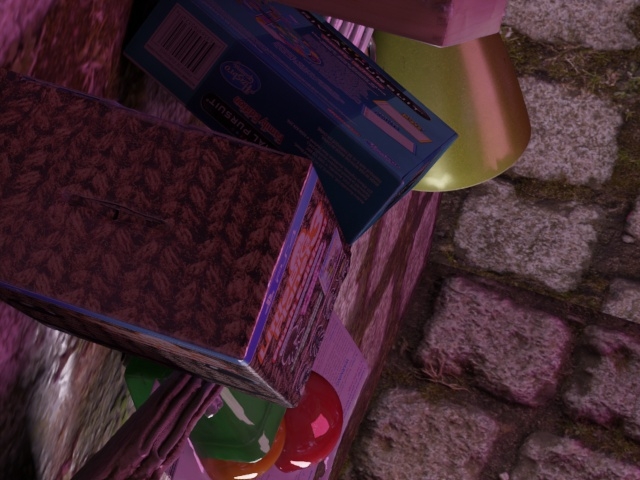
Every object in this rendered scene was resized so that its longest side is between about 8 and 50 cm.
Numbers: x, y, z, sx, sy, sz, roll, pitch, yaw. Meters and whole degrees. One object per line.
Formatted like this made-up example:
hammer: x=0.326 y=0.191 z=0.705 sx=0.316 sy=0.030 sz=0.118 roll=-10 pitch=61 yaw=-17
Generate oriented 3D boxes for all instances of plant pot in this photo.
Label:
plant pot: x=0.180 y=-0.275 z=2.365 sx=0.275 sy=0.274 sz=0.294 roll=-64 pitch=151 yaw=-43

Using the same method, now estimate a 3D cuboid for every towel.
towel: x=-0.191 y=0.221 z=1.297 sx=0.282 sy=0.049 sz=0.187 roll=-45 pitch=-175 yaw=30

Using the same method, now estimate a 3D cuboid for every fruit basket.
fruit basket: x=-0.069 y=0.171 z=1.641 sx=0.327 sy=0.165 sz=0.353 roll=-68 pitch=150 yaw=-32

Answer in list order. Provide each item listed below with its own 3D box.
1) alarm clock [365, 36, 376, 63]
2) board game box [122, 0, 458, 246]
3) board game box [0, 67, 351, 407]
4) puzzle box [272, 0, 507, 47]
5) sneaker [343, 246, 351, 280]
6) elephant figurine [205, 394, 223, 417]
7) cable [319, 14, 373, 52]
alarm clock: x=0.016 y=-0.201 z=1.957 sx=0.129 sy=0.064 sz=0.192 roll=-35 pitch=132 yaw=-49
board game box: x=-0.013 y=-0.132 z=1.408 sx=0.079 sy=0.254 sz=0.336 roll=-50 pitch=177 yaw=16
board game box: x=-0.118 y=0.010 z=1.133 sx=0.291 sy=0.232 sz=0.141 roll=62 pitch=46 yaw=-76
puzzle box: x=0.018 y=-0.238 z=1.362 sx=0.409 sy=0.272 sz=0.052 roll=-38 pitch=144 yaw=-75
sneaker: x=-0.041 y=0.009 z=1.828 sx=0.296 sy=0.146 sz=0.105 roll=-4 pitch=112 yaw=-78
elephant figurine: x=-0.110 y=0.023 z=1.447 sx=0.186 sy=0.169 sz=0.239 roll=-55 pitch=-177 yaw=7
cable: x=0.005 y=-0.251 z=1.727 sx=0.257 sy=0.089 sz=0.257 roll=106 pitch=11 yaw=-51
